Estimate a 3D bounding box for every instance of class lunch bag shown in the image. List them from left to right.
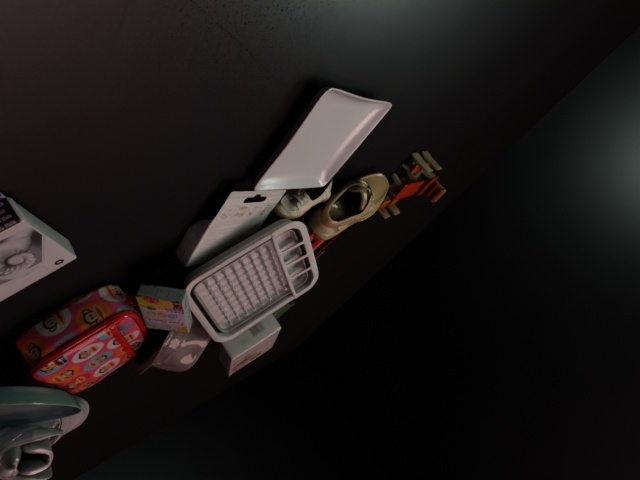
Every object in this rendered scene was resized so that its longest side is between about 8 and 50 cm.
[{"bbox_3d":[-0.509,0.219,0.993,0.258,0.120,0.293,-35,165,-25],"label":"lunch bag"}]

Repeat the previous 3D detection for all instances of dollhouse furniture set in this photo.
[{"bbox_3d":[0.360,-0.199,1.641,0.259,0.135,0.262,-20,156,-48],"label":"dollhouse furniture set"}]

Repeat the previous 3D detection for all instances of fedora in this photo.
[{"bbox_3d":[-0.378,0.261,1.162,0.275,0.124,0.244,-40,-154,31],"label":"fedora"}]

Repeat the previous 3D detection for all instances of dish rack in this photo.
[{"bbox_3d":[-0.173,0.095,1.105,0.333,0.072,0.285,-32,143,-16],"label":"dish rack"}]

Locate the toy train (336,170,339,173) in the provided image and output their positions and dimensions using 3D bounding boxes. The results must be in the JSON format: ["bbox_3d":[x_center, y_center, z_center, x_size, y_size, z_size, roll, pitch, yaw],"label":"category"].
[{"bbox_3d":[0.059,-0.224,1.115,0.036,0.027,0.158,-18,155,-42],"label":"toy train"}]

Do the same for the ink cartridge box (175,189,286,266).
[{"bbox_3d":[-0.209,-0.045,1.012,0.189,0.066,0.232,-13,143,-56],"label":"ink cartridge box"}]

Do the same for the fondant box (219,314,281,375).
[{"bbox_3d":[-0.310,0.450,1.867,0.238,0.096,0.330,-30,162,-26],"label":"fondant box"}]

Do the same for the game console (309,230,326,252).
[{"bbox_3d":[0.000,0.000,1.459,0.386,0.060,0.342,-42,175,-27],"label":"game console"}]

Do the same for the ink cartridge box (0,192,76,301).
[{"bbox_3d":[-0.498,0.032,0.599,0.223,0.045,0.224,-33,163,-14],"label":"ink cartridge box"}]

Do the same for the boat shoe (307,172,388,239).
[{"bbox_3d":[0.111,-0.115,1.275,0.341,0.122,0.110,-40,-177,-36],"label":"boat shoe"}]

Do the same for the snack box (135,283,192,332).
[{"bbox_3d":[-0.346,0.155,0.968,0.100,0.037,0.141,9,141,-3],"label":"snack box"}]

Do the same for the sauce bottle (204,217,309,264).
[{"bbox_3d":[-0.187,0.046,1.194,0.344,0.111,0.111,-34,164,-12],"label":"sauce bottle"}]

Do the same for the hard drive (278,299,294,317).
[{"bbox_3d":[-0.270,0.334,1.917,0.237,0.064,0.339,-41,163,13],"label":"hard drive"}]

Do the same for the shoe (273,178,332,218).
[{"bbox_3d":[-0.041,-0.118,1.124,0.219,0.076,0.058,-32,162,-48],"label":"shoe"}]

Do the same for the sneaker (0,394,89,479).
[{"bbox_3d":[-0.721,0.514,1.128,0.366,0.210,0.137,22,81,-69],"label":"sneaker"}]

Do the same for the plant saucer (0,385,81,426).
[{"bbox_3d":[-0.678,0.349,0.903,0.317,0.044,0.317,-8,155,-4],"label":"plant saucer"}]

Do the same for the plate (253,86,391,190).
[{"bbox_3d":[0.002,-0.223,0.963,0.277,0.045,0.278,-46,162,31],"label":"plate"}]
